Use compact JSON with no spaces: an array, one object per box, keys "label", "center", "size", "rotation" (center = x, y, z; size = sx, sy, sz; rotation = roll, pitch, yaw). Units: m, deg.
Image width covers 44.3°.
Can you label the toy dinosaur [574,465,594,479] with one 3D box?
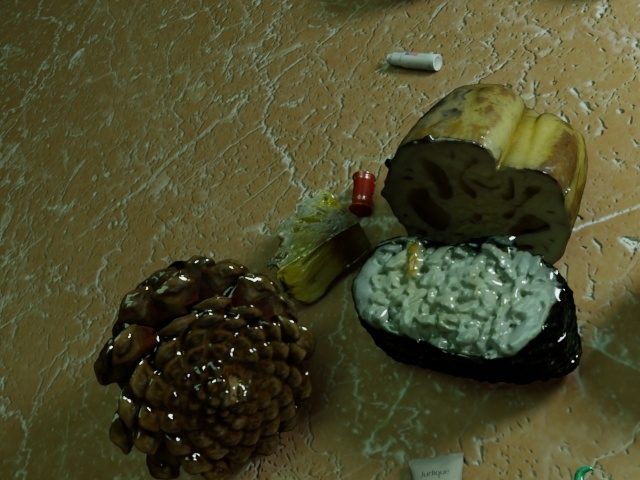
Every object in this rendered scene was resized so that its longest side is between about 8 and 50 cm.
[{"label":"toy dinosaur","center":[0.362,0.355,1.010],"size":[0.096,0.059,0.132],"rotation":[-24,56,6]}]

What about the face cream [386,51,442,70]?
[{"label":"face cream","center":[0.194,-0.380,1.660],"size":[0.130,0.034,0.034],"rotation":[15,68,40]}]

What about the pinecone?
[{"label":"pinecone","center":[-0.208,0.188,1.315],"size":[0.385,0.384,0.384],"rotation":[-17,51,22]}]

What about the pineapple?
[{"label":"pineapple","center":[0.000,0.000,1.461],"size":[0.186,0.114,0.236],"rotation":[1,56,34]}]

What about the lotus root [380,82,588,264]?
[{"label":"lotus root","center":[0.278,-0.125,1.256],"size":[0.316,0.316,0.250],"rotation":[6,54,36]}]

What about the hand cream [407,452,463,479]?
[{"label":"hand cream","center":[0.166,0.391,1.113],"size":[0.087,0.054,0.186],"rotation":[-15,45,20]}]

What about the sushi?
[{"label":"sushi","center":[0.218,0.106,1.200],"size":[0.350,0.171,0.210],"rotation":[3,62,35]}]

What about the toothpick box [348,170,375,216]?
[{"label":"toothpick box","center":[0.080,-0.089,1.515],"size":[0.047,0.047,0.083],"rotation":[-10,55,28]}]
